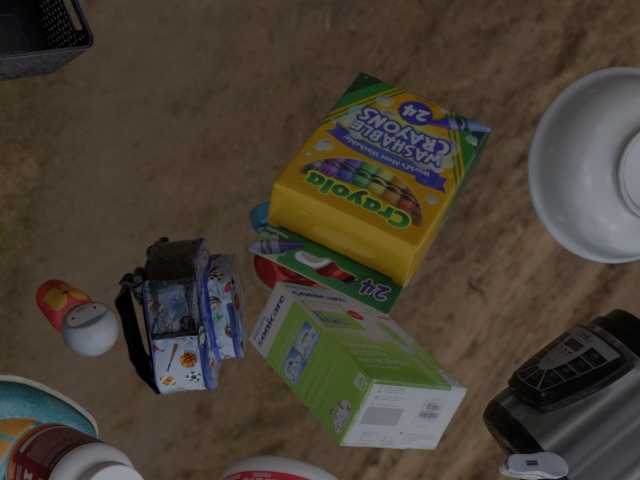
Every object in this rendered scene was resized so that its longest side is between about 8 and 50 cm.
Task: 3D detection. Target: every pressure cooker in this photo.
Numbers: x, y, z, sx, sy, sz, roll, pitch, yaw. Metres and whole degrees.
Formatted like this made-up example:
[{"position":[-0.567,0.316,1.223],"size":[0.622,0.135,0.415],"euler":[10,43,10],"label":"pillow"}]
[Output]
[{"position":[0.562,0.335,1.973],"size":[0.420,0.370,0.375],"euler":[-37,156,-2],"label":"pressure cooker"}]

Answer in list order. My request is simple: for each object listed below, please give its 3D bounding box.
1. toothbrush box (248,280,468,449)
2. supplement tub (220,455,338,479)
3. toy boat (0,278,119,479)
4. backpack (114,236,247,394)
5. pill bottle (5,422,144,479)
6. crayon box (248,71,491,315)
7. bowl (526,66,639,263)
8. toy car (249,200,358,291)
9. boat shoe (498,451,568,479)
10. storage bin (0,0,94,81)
[{"position":[0.054,0.193,1.640],"size":[0.206,0.283,0.122],"euler":[13,109,-40],"label":"toothbrush box"},{"position":[-0.072,0.460,1.480],"size":[0.191,0.272,0.191],"euler":[7,144,5],"label":"supplement tub"},{"position":[-0.356,0.202,1.279],"size":[0.267,0.148,0.318],"euler":[26,92,-43],"label":"toy boat"},{"position":[-0.235,0.142,1.899],"size":[0.276,0.213,0.263],"euler":[-75,167,-75],"label":"backpack"},{"position":[-0.223,0.221,0.965],"size":[0.086,0.152,0.086],"euler":[-2,93,-37],"label":"pill bottle"},{"position":[0.071,-0.073,1.383],"size":[0.323,0.203,0.083],"euler":[-56,166,-40],"label":"crayon box"},{"position":[0.459,-0.102,1.510],"size":[0.298,0.134,0.297],"euler":[-2,99,-13],"label":"bowl"},{"position":[0.000,0.000,1.818],"size":[0.210,0.219,0.238],"euler":[-11,162,-16],"label":"toy car"},{"position":[0.287,0.309,1.427],"size":[0.100,0.035,0.035],"euler":[5,151,-24],"label":"boat shoe"},{"position":[-0.387,-0.271,1.310],"size":[0.084,0.122,0.180],"euler":[-23,-179,35],"label":"storage bin"}]
